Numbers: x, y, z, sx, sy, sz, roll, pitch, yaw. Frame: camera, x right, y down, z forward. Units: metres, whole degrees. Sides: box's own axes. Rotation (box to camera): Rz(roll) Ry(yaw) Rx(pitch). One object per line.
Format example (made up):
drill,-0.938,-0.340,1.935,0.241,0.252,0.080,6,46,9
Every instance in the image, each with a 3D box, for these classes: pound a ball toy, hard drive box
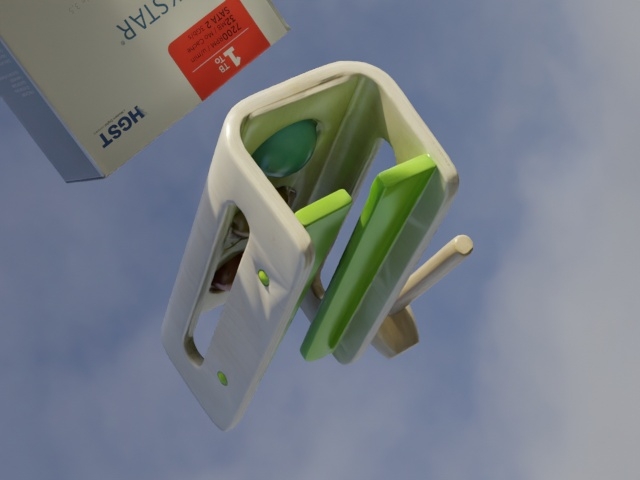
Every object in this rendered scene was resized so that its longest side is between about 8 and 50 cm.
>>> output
pound a ball toy,0.000,0.000,0.986,0.208,0.136,0.319,-26,-20,-27
hard drive box,-0.163,-0.184,0.949,0.181,0.089,0.232,-43,-71,-22
